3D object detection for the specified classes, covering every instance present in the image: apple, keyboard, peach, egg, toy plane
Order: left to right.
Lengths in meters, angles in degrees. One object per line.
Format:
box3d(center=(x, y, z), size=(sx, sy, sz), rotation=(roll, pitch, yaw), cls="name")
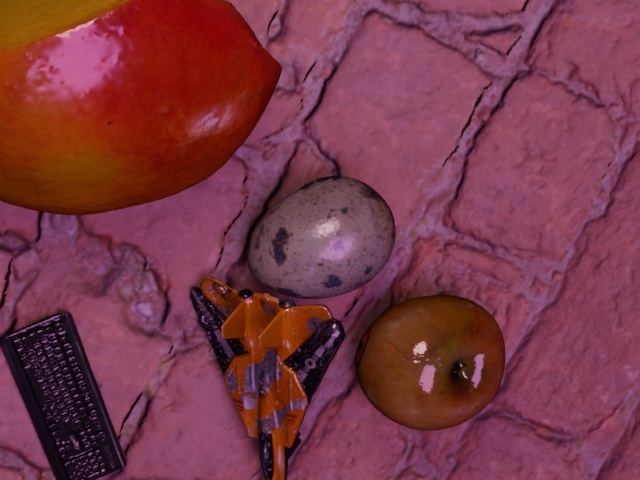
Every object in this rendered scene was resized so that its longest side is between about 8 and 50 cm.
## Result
box3d(center=(-0.302, 0.193, 2.116), size=(0.094, 0.025, 0.230), rotation=(-23, 118, -11), cls="keyboard")
box3d(center=(-0.216, -0.160, 1.873), size=(0.380, 0.242, 0.306), rotation=(-25, 134, -18), cls="peach")
box3d(center=(-0.054, 0.190, 2.177), size=(0.103, 0.204, 0.316), rotation=(-55, 149, -41), cls="toy plane")
box3d(center=(0.000, 0.000, 2.102), size=(0.182, 0.141, 0.141), rotation=(-23, 118, -5), cls="egg")
box3d(center=(0.134, 0.150, 2.218), size=(0.182, 0.155, 0.182), rotation=(-4, 99, -28), cls="apple")
